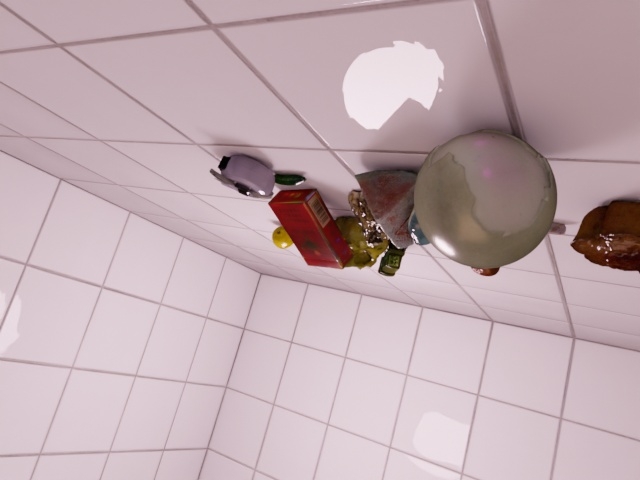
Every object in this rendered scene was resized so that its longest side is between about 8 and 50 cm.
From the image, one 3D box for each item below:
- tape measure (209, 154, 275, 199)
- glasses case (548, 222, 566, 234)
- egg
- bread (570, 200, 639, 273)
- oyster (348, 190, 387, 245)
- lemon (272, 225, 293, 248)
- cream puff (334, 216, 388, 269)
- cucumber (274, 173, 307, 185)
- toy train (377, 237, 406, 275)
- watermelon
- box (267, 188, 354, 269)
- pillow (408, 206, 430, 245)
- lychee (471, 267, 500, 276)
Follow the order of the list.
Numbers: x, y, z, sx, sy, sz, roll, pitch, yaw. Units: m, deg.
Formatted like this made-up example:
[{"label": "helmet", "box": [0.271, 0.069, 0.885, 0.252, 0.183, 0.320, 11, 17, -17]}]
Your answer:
[{"label": "tape measure", "box": [-0.244, -0.199, 1.649, 0.196, 0.105, 0.178, 23, 165, 8]}, {"label": "glasses case", "box": [0.648, -0.035, 1.438, 0.083, 0.032, 0.021, 12, 169, 24]}, {"label": "egg", "box": [0.330, -0.086, 1.035, 0.278, 0.279, 0.336, 11, 172, 22]}, {"label": "bread", "box": [0.755, 0.000, 1.212, 0.246, 0.135, 0.232, 21, 167, -20]}, {"label": "oyster", "box": [0.168, -0.077, 1.695, 0.222, 0.083, 0.214, 37, 156, -10]}, {"label": "lemon", "box": [-0.176, -0.015, 2.410, 0.109, 0.109, 0.133, 12, 159, 19]}, {"label": "cream puff", "box": [0.132, 0.023, 2.010, 0.281, 0.185, 0.282, 18, 168, 4]}, {"label": "cucumber", "box": [-0.100, -0.197, 1.666, 0.155, 0.037, 0.037, 7, 165, 38]}, {"label": "toy train", "box": [0.299, 0.069, 2.109, 0.090, 0.137, 0.225, 15, 169, 4]}, {"label": "watermelon", "box": [0.203, -0.085, 1.396, 0.261, 0.201, 0.213, 12, 159, 37]}, {"label": "box", "box": [-0.031, -0.040, 1.853, 0.197, 0.089, 0.313, 2, 133, 45]}, {"label": "pillow", "box": [0.331, -0.071, 1.312, 0.233, 0.086, 0.214, -17, 139, -21]}, {"label": "lychee", "box": [0.612, 0.080, 1.837, 0.140, 0.101, 0.114, 8, 171, 16]}]
